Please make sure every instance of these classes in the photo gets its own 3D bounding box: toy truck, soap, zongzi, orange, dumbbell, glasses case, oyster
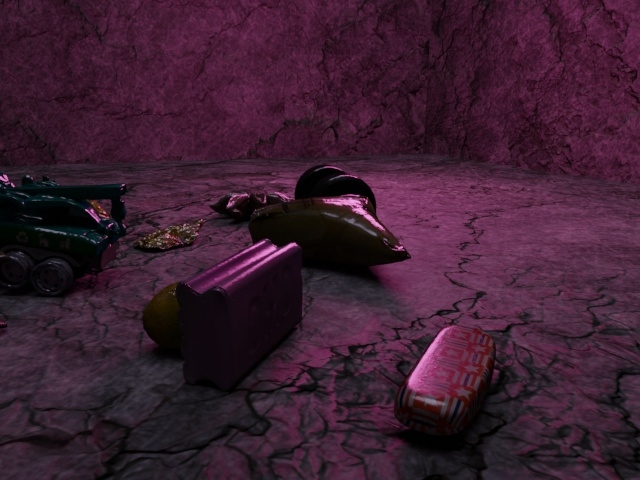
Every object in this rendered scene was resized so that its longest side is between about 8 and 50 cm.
[{"bbox_3d":[-0.507,-0.030,0.890,0.364,0.177,0.176,8,15,-3],"label":"toy truck"},{"bbox_3d":[-0.088,0.079,0.646,0.066,0.122,0.203,6,16,20],"label":"soap"},{"bbox_3d":[0.000,0.000,0.975,0.260,0.122,0.289,-6,19,-6],"label":"zongzi"},{"bbox_3d":[-0.172,0.094,0.657,0.095,0.085,0.085,-22,14,3],"label":"orange"},{"bbox_3d":[0.031,-0.092,1.257,0.153,0.152,0.218,-3,15,-13],"label":"dumbbell"},{"bbox_3d":[0.136,0.142,0.548,0.073,0.049,0.194,9,17,26],"label":"glasses case"},{"bbox_3d":[-0.326,-0.003,1.140,0.146,0.045,0.121,-1,28,-3],"label":"oyster"}]

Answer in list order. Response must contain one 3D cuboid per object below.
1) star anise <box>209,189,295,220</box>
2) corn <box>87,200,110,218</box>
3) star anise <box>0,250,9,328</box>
[{"bbox_3d":[-0.185,-0.094,1.413,0.212,0.073,0.197,5,11,26],"label":"star anise"},{"bbox_3d":[-0.557,-0.044,1.108,0.363,0.120,0.120,11,17,36],"label":"corn"},{"bbox_3d":[-0.505,0.064,0.588,0.109,0.292,0.349,-28,36,12],"label":"star anise"}]
